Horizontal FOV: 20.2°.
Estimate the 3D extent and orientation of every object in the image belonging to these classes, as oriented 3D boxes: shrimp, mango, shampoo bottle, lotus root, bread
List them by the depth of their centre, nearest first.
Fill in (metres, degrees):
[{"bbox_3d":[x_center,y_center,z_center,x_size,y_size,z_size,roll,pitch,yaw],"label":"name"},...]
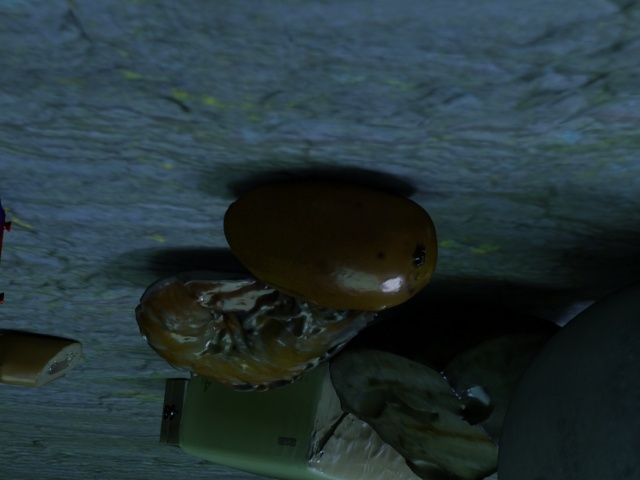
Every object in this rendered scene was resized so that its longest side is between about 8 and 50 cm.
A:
[{"bbox_3d":[0.001,0.004,1.236,0.159,0.084,0.105,-1,160,23],"label":"mango"},{"bbox_3d":[0.299,0.177,1.350,0.322,0.323,0.317,7,156,-10],"label":"shampoo bottle"},{"bbox_3d":[-0.049,0.055,1.479,0.164,0.062,0.317,22,151,-24],"label":"shrimp"},{"bbox_3d":[0.134,0.126,1.627,0.210,0.142,0.314,46,161,-10],"label":"lotus root"},{"bbox_3d":[-0.301,0.128,1.914,0.103,0.049,0.062,8,-160,-19],"label":"bread"}]

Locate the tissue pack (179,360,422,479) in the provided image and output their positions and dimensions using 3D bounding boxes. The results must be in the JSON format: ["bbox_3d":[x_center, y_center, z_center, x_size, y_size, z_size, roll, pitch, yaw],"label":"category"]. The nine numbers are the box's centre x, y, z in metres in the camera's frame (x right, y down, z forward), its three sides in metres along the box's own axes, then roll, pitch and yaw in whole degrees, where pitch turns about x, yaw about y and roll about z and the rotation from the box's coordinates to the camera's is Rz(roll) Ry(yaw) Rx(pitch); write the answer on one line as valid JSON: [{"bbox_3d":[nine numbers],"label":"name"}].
[{"bbox_3d":[-0.015,0.193,1.885,0.159,0.125,0.234,19,167,-37],"label":"tissue pack"}]

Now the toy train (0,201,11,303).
[{"bbox_3d":[-0.337,0.000,1.336,0.204,0.083,0.131,4,167,-7],"label":"toy train"}]

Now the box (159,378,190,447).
[{"bbox_3d":[-0.155,0.211,2.157,0.035,0.079,0.083,-4,165,36],"label":"box"}]
